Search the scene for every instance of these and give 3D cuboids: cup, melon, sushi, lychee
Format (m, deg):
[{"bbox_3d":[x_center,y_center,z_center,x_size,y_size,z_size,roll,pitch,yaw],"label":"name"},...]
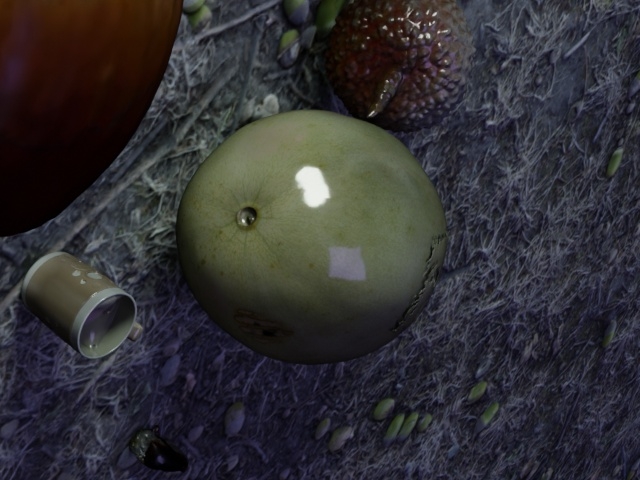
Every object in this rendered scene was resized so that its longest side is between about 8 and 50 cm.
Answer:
[{"bbox_3d":[-0.229,0.058,1.508,0.102,0.099,0.074,-11,126,-48],"label":"cup"},{"bbox_3d":[0.000,0.000,1.603,0.268,0.268,0.330,-60,154,4],"label":"melon"},{"bbox_3d":[-0.181,0.246,1.773,0.044,0.046,0.083,-58,146,0],"label":"sushi"},{"bbox_3d":[0.085,-0.194,1.640,0.197,0.165,0.165,-69,168,-56],"label":"lychee"}]

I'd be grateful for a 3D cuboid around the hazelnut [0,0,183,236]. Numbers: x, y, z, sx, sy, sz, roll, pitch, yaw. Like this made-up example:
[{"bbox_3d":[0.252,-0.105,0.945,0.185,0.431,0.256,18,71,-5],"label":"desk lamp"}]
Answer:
[{"bbox_3d":[-0.285,-0.177,0.985,0.429,0.402,0.402,14,106,-42],"label":"hazelnut"}]
